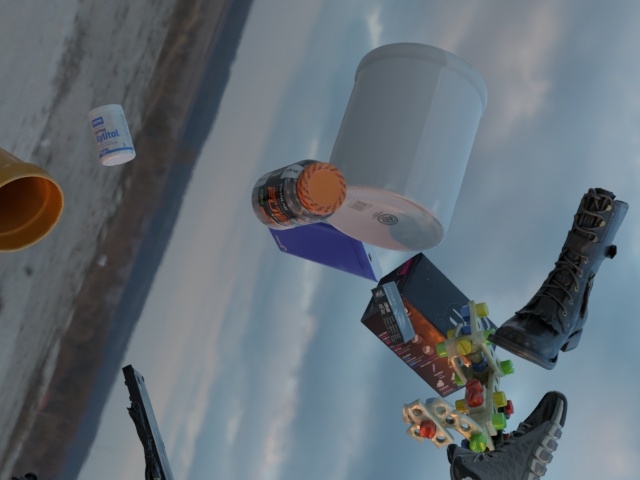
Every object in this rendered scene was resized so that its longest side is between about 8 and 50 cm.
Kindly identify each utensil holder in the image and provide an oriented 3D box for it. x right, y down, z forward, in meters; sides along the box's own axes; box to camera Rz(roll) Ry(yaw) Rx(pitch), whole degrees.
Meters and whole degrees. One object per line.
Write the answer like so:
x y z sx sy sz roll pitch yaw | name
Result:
0.193 -0.209 1.914 0.327 0.328 0.385 136 -26 -65 | utensil holder

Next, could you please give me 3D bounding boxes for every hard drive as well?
0.000 0.000 2.186 0.040 0.319 0.210 -57 146 -25 | hard drive

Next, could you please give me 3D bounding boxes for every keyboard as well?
-0.334 0.396 1.592 0.201 0.033 0.317 92 -23 -70 | keyboard

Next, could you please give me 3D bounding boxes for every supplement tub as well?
-0.412 -0.207 1.608 0.071 0.071 0.107 150 -77 -73 | supplement tub
-0.039 -0.084 1.495 0.190 0.117 0.116 -11 -122 61 | supplement tub

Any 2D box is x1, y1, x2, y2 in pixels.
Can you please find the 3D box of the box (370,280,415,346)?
0.099 0.099 1.108 0.018 0.083 0.067 -23 174 18 | box

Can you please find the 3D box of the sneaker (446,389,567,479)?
0.248 0.291 1.130 0.228 0.132 0.086 -61 165 -20 | sneaker

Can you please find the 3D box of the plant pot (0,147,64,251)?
-0.706 -0.109 1.801 0.205 0.188 0.205 -34 147 -25 | plant pot

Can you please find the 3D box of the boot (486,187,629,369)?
0.320 0.038 1.064 0.263 0.091 0.228 -8 120 -58 | boot

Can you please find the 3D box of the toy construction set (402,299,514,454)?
0.280 0.283 1.537 0.151 0.215 0.327 -10 -156 35 | toy construction set

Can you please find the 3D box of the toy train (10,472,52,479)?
-0.269 0.296 0.892 0.036 0.158 0.027 -54 -157 8 | toy train

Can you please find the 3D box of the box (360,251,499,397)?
0.249 0.189 1.817 0.143 0.270 0.165 -38 -166 39 | box
